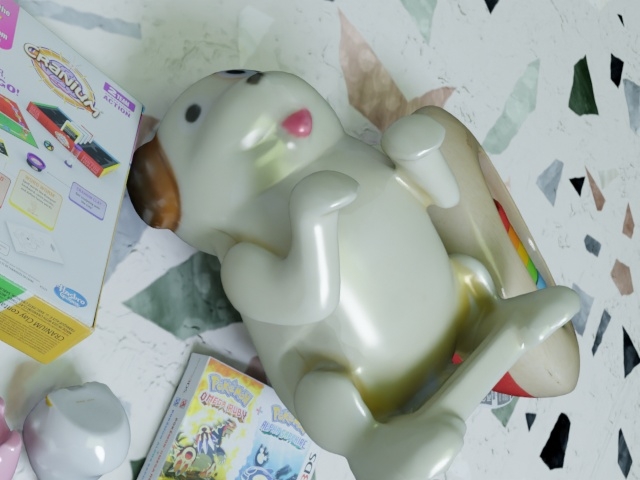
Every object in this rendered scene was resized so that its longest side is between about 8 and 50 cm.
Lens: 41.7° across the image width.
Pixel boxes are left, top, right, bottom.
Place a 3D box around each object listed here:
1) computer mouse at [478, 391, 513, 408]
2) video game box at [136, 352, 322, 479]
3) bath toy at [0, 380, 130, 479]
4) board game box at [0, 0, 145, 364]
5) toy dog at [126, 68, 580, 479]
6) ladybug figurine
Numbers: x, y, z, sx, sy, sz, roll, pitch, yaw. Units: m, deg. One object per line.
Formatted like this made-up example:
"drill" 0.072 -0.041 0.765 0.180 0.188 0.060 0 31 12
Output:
"computer mouse" 0.201 0.214 1.214 0.193 0.042 0.106 4 82 -32
"video game box" -0.098 0.256 0.975 0.205 0.048 0.187 33 68 -33
"bath toy" -0.341 0.193 0.738 0.348 0.151 0.129 4 122 -41
"board game box" -0.280 -0.083 0.717 0.242 0.064 0.316 39 31 -30
"toy dog" 0.000 0.000 0.872 0.284 0.395 0.408 -38 95 -22
"ladybug figurine" 0.196 0.039 1.094 0.449 0.162 0.305 56 20 -22
